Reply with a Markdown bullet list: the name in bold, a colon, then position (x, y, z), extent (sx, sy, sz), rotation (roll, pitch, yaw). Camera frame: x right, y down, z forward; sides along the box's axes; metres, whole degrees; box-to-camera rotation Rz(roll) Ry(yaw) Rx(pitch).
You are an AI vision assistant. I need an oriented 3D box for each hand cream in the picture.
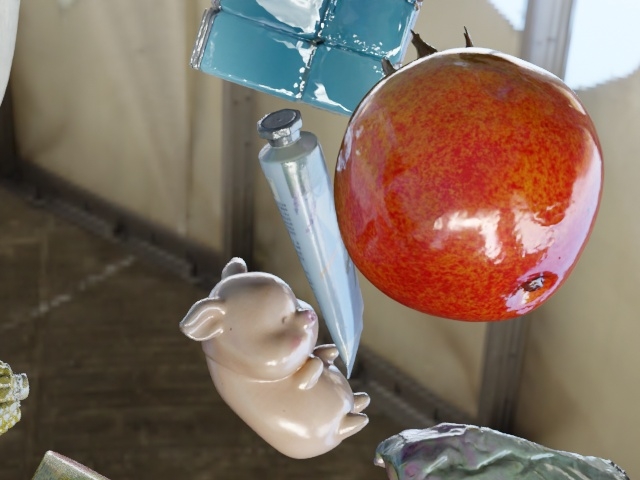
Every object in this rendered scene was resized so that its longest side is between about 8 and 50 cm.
- **hand cream**: position (0.000, 0.000, 1.410), extent (0.058, 0.271, 0.091), rotation (-10, -149, 16)

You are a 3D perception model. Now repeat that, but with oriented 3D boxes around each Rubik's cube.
- **Rubik's cube**: position (0.004, -0.285, 1.707), extent (0.231, 0.225, 0.221), rotation (18, -163, 1)

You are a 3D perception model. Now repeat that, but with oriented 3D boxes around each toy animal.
- **toy animal**: position (-0.056, 0.149, 1.793), extent (0.154, 0.250, 0.166), rotation (-28, -169, 7)

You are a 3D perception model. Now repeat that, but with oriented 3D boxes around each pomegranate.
- **pomegranate**: position (0.111, -0.058, 1.193), extent (0.220, 0.221, 0.257), rotation (-5, -127, -13)

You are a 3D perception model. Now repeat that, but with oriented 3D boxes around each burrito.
- **burrito**: position (0.165, 0.219, 1.275), extent (0.228, 0.089, 0.144), rotation (14, -150, -16)

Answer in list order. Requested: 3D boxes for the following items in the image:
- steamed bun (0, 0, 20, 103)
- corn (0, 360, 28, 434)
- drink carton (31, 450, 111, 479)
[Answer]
- **steamed bun**: position (-0.283, -0.163, 1.003), extent (0.130, 0.228, 0.177), rotation (10, -174, 5)
- **corn**: position (-0.423, 0.185, 1.444), extent (0.288, 0.086, 0.086), rotation (-15, -142, -23)
- **drink carton**: position (-0.165, 0.302, 1.376), extent (0.154, 0.111, 0.351), rotation (34, 167, -26)
